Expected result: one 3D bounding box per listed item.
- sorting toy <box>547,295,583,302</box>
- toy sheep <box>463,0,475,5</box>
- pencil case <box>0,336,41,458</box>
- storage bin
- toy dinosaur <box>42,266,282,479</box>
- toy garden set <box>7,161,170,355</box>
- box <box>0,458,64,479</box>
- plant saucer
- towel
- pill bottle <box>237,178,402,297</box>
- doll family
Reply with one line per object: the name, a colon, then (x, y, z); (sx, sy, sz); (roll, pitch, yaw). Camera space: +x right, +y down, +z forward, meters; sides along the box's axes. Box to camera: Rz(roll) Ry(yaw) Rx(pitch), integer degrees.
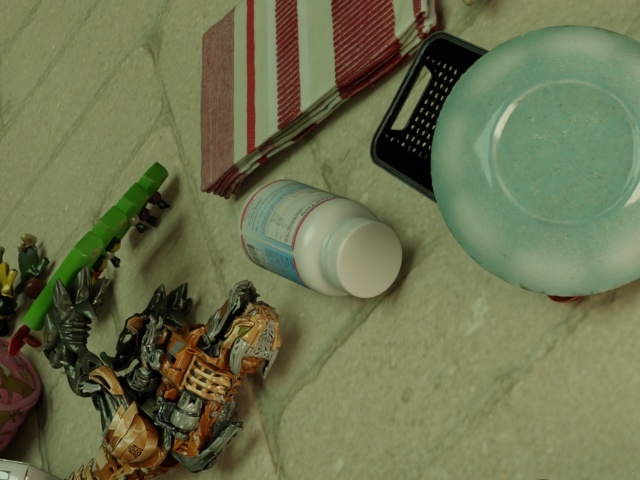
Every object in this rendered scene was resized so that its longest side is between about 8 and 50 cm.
sorting toy: (0.191, 0.000, 1.007); (0.102, 0.042, 0.061); (-58, 35, 12)
toy sheep: (0.134, -0.260, 1.199); (0.132, 0.091, 0.091); (-31, 41, 2)
pencil case: (-0.485, 0.273, 1.668); (0.167, 0.160, 0.386); (41, 110, 10)
storage bin: (0.134, -0.078, 1.092); (0.180, 0.084, 0.122); (37, 102, 54)
toy dinosaur: (-0.172, 0.146, 1.334); (0.322, 0.164, 0.218); (-36, 58, 7)
toy garden set: (-0.247, 0.043, 1.485); (0.204, 0.049, 0.244); (-51, 4, 27)
box: (-0.411, 0.352, 1.452); (0.231, 0.127, 0.262); (5, 72, 15)
plant saucer: (0.171, -0.059, 0.966); (0.195, 0.037, 0.195); (-1, 83, 12)
towel: (-0.010, -0.211, 1.408); (0.329, 0.037, 0.237); (-35, 44, 36)
pill bottle: (0.000, 0.000, 1.225); (0.160, 0.087, 0.087); (22, 89, 55)
doll family: (-0.414, 0.080, 1.758); (0.193, 0.076, 0.111); (-52, 41, 29)
